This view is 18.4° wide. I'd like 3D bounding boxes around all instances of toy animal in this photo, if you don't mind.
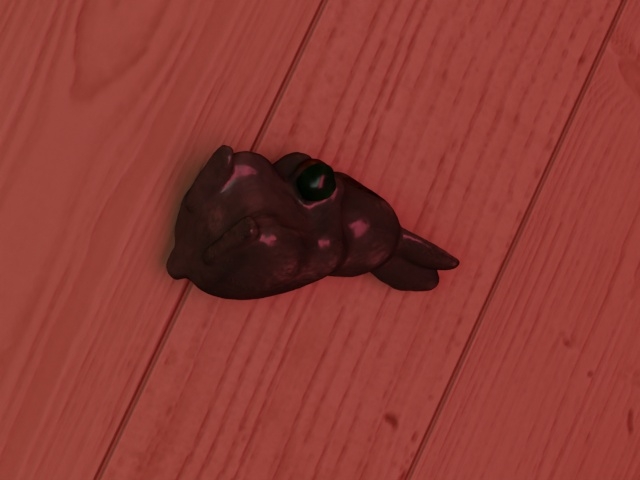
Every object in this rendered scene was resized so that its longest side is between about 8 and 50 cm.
[{"bbox_3d":[-0.007,-0.008,1.533,0.236,0.138,0.108,6,51,-49],"label":"toy animal"}]
